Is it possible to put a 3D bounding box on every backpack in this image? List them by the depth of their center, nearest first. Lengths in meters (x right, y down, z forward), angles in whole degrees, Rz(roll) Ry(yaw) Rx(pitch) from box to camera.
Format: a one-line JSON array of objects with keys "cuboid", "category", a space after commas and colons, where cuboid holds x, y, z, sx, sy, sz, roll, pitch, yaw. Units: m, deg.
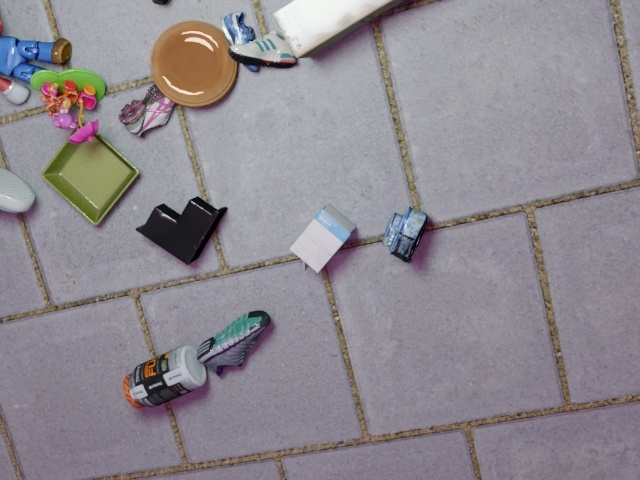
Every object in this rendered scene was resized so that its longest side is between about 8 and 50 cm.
[{"cuboid": [0.192, -0.021, 1.769, 0.084, 0.105, 0.114, 26, 101, 3], "category": "backpack"}]

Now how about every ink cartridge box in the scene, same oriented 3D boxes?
[{"cuboid": [0.000, 0.000, 1.816, 0.090, 0.092, 0.143, 41, 106, 0], "category": "ink cartridge box"}]

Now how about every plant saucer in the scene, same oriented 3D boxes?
[{"cuboid": [-0.289, -0.405, 1.770, 0.199, 0.037, 0.200, 0, 90, -5], "category": "plant saucer"}, {"cuboid": [-0.559, -0.167, 1.905, 0.188, 0.045, 0.188, 43, 106, -1], "category": "plant saucer"}]

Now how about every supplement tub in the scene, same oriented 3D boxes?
[{"cuboid": [-0.394, 0.348, 1.958, 0.190, 0.117, 0.117, -25, 97, 14], "category": "supplement tub"}]

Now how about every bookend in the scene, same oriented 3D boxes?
[{"cuboid": [-0.336, -0.051, 1.877, 0.157, 0.072, 0.156, 33, 106, 2], "category": "bookend"}]

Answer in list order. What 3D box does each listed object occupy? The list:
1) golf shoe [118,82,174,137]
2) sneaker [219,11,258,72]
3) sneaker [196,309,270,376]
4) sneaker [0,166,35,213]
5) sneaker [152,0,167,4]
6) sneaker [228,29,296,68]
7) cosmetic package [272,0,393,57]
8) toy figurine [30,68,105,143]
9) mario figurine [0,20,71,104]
[{"cuboid": [-0.382, -0.318, 1.836, 0.186, 0.067, 0.086, -33, 136, 6], "category": "golf shoe"}, {"cuboid": [-0.173, -0.452, 1.763, 0.059, 0.053, 0.144, -26, 98, 13], "category": "sneaker"}, {"cuboid": [-0.198, 0.257, 1.934, 0.223, 0.083, 0.098, -31, 117, 20], "category": "sneaker"}, {"cuboid": [-0.878, -0.117, 1.943, 0.365, 0.135, 0.150, 21, 114, 14], "category": "sneaker"}, {"cuboid": [-0.354, -0.674, 1.721, 0.124, 0.107, 0.283, -9, 101, 6], "category": "sneaker"}, {"cuboid": [-0.129, -0.432, 1.734, 0.161, 0.057, 0.075, 2, 85, -24], "category": "sneaker"}, {"cuboid": [0.066, -0.513, 1.650, 0.309, 0.160, 0.113, -27, 98, 16], "category": "cosmetic package"}, {"cuboid": [-0.573, -0.298, 1.781, 0.130, 0.173, 0.159, -42, 51, 37], "category": "toy figurine"}, {"cuboid": [-0.760, -0.456, 1.858, 0.320, 0.170, 0.198, 15, 69, -4], "category": "mario figurine"}]
